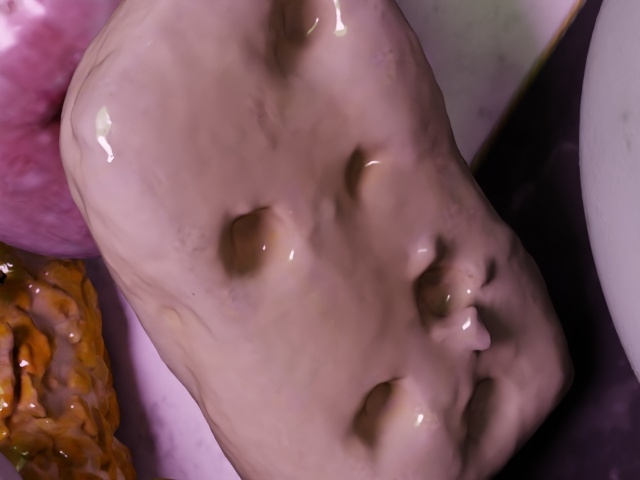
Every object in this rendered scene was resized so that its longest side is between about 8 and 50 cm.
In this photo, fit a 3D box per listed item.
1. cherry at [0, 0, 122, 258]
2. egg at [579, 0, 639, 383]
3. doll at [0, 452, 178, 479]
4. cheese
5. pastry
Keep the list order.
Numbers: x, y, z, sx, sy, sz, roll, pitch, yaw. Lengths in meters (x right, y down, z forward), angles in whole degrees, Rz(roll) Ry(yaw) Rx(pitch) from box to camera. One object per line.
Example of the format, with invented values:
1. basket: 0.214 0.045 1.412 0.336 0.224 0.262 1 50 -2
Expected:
1. cherry: -0.105 -0.109 0.777 0.236 0.213 0.285 -38 46 7
2. egg: 0.192 -0.010 0.529 0.203 0.203 0.282 -24 69 35
3. doll: -0.079 0.181 0.659 0.242 0.160 0.311 -46 43 20
4. cheese: 0.001 0.000 0.653 0.093 0.159 0.263 7 133 59
5. pastry: -0.165 0.091 0.844 0.102 0.154 0.250 -20 74 16
